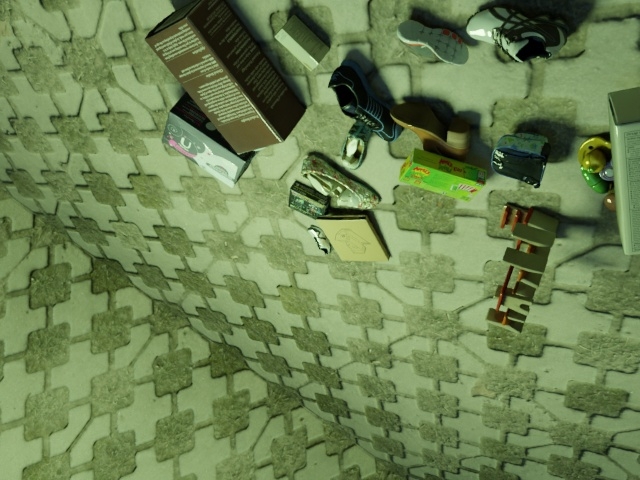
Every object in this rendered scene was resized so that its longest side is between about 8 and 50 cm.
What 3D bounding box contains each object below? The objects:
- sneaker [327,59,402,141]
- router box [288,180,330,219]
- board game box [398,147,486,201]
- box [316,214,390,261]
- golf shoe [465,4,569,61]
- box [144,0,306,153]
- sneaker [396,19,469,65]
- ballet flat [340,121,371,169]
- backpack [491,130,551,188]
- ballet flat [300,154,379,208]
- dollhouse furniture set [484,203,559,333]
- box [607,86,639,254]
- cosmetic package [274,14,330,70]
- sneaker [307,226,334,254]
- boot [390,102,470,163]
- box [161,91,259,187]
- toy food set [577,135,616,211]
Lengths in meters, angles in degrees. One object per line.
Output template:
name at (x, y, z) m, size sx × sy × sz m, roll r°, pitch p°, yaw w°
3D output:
sneaker at (0.100, -0.306, 1.675) m, size 0.081 × 0.090 × 0.232 m, roll -12°, pitch 127°, yaw 49°
router box at (-0.034, -0.113, 2.114) m, size 0.122 × 0.038 × 0.092 m, roll 26°, pitch 149°, yaw 9°
board game box at (0.285, -0.151, 1.673) m, size 0.181 × 0.043 × 0.092 m, roll 16°, pitch 153°, yaw -9°
box at (0.098, -0.005, 2.127) m, size 0.164 × 0.021 × 0.201 m, roll 0°, pitch 143°, yaw 30°
golf shoe at (0.357, -0.383, 1.339) m, size 0.198 × 0.094 × 0.077 m, roll 14°, pitch 145°, yaw 30°
box at (-0.230, -0.409, 1.784) m, size 0.191 × 0.143 × 0.381 m, roll -6°, pitch 130°, yaw 45°
sneaker at (0.232, -0.403, 1.475) m, size 0.157 × 0.061 × 0.065 m, roll 29°, pitch 176°, yaw 7°
ballet flat at (0.079, -0.228, 1.829) m, size 0.070 × 0.070 × 0.188 m, roll 27°, pitch 149°, yaw 9°
backpack at (0.435, -0.183, 1.555) m, size 0.114 × 0.084 × 0.105 m, roll 16°, pitch 145°, yaw 17°
ballet flat at (0.045, -0.143, 1.966) m, size 0.240 × 0.077 × 0.091 m, roll 32°, pitch 148°, yaw 0°
dollhouse furniture set at (0.458, 0.047, 1.686) m, size 0.135 × 0.259 × 0.262 m, roll 19°, pitch 146°, yaw 16°
box at (0.632, -0.132, 1.353) m, size 0.147 × 0.121 × 0.311 m, roll -7°, pitch 128°, yaw 18°
cosmetic package at (-0.041, -0.450, 1.631) m, size 0.115 × 0.060 × 0.041 m, roll 43°, pitch 149°, yaw -13°
sneaker at (0.000, 0.000, 2.238) m, size 0.109 × 0.044 × 0.040 m, roll 42°, pitch 150°, yaw -12°
boot at (0.251, -0.232, 1.667) m, size 0.197 × 0.073 × 0.152 m, roll 24°, pitch 152°, yaw 18°
box at (-0.298, -0.291, 2.001) m, size 0.247 × 0.142 × 0.163 m, roll 35°, pitch 148°, yaw -3°
toy food set at (0.621, -0.119, 1.491) m, size 0.218 × 0.071 × 0.128 m, roll 42°, pitch 148°, yaw -16°
